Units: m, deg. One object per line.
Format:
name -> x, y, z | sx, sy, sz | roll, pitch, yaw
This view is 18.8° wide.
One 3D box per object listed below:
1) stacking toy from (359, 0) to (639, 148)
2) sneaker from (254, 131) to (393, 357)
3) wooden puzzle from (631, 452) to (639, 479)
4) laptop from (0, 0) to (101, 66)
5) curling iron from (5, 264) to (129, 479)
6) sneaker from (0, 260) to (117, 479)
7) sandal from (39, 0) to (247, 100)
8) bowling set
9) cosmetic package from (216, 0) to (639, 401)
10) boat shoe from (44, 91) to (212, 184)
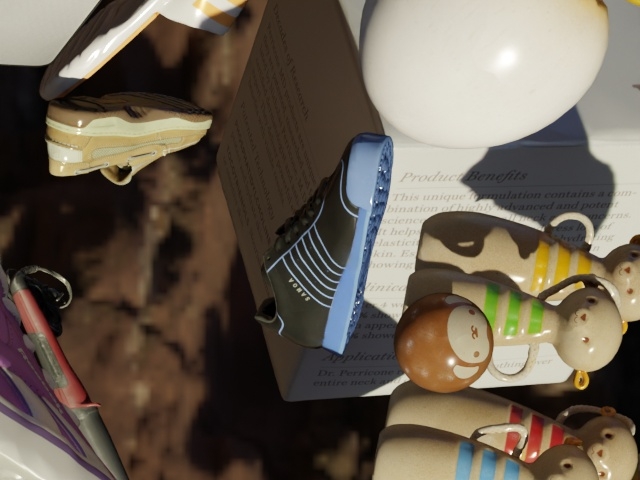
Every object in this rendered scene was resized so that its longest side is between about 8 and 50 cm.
stacking toy -> 0.196, -0.224, 0.887 | 0.350, 0.480, 0.350 | 45, 13, -13
sneaker -> 0.000, 0.000, 1.651 | 0.081, 0.090, 0.232 | -62, 168, -53
wooden puzzle -> 0.236, 0.179, 1.441 | 0.083, 0.006, 0.049 | -45, -161, 33
laptop -> -0.244, -0.121, 1.132 | 0.382, 0.408, 0.236 | -41, -122, 48
curling iron -> -0.202, 0.137, 1.670 | 0.068, 0.035, 0.274 | -1, 60, -55
sneaker -> -0.142, 0.068, 0.866 | 0.282, 0.102, 0.161 | 50, 26, -21
sandal -> -0.116, -0.192, 1.593 | 0.076, 0.265, 0.102 | 45, 11, -22
bowling set -> 0.113, 0.102, 1.099 | 0.200, 0.154, 0.287 | 81, 19, -78
cosmetic package -> 0.120, -0.087, 1.922 | 0.393, 0.329, 0.327 | 113, -31, -47
boat shoe -> -0.164, -0.083, 1.617 | 0.190, 0.068, 0.072 | -6, 112, -53
